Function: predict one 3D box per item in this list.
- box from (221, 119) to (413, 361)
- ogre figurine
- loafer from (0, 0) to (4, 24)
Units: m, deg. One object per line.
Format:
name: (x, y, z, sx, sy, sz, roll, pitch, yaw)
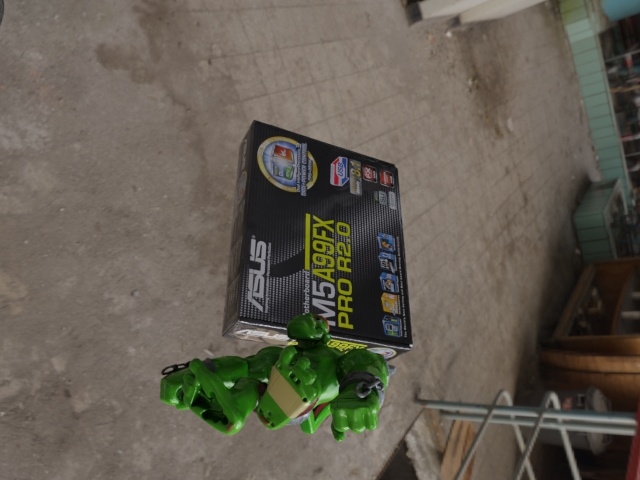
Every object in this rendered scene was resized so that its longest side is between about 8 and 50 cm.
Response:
box: (0.000, 0.000, 0.671, 0.216, 0.060, 0.270, 14, 57, -23)
ogre figurine: (-0.027, 0.116, 0.445, 0.118, 0.197, 0.097, -4, 70, -58)
loafer: (-0.436, -0.330, 0.638, 0.078, 0.076, 0.223, 85, -19, -71)
